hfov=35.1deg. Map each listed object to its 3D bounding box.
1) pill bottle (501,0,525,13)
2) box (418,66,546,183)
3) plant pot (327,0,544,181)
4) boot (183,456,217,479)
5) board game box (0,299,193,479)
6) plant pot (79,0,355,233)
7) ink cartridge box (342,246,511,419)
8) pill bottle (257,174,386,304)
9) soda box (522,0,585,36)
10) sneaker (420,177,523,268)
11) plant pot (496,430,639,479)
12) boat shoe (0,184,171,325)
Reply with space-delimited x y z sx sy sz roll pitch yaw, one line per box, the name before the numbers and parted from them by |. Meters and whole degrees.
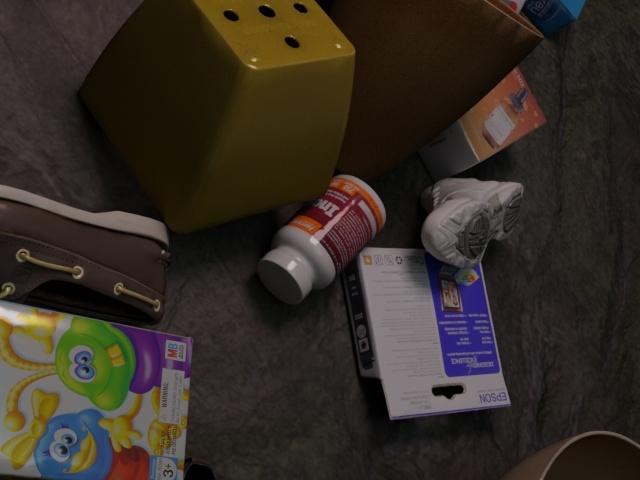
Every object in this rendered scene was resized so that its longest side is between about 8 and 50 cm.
pill bottle | 0.128 -0.366 1.343 0.283 0.161 0.161 4 71 -37
box | 0.204 -0.175 1.375 0.170 0.091 0.130 -31 93 -40
plant pot | 0.087 -0.204 1.180 0.237 0.254 0.237 31 21 -13
boot | -0.139 0.300 0.920 0.082 0.106 0.219 9 68 -35
board game box | -0.266 0.139 0.859 0.275 0.144 0.142 15 65 -32
plant pot | -0.088 -0.163 1.038 0.212 0.187 0.212 -18 62 -40
ink cartridge box | 0.130 0.112 1.239 0.206 0.045 0.208 2 70 -37
pill bottle | 0.000 0.000 1.150 0.086 0.086 0.152 51 58 -11
soda box | 0.319 -0.424 1.574 0.210 0.067 0.071 43 53 -17
sneaker | 0.168 -0.029 1.285 0.232 0.115 0.090 -20 123 -57
plant pot | 0.268 0.372 1.153 0.284 0.191 0.284 14 66 -33
boat shoe | -0.272 0.018 0.912 0.324 0.116 0.097 12 67 -46
